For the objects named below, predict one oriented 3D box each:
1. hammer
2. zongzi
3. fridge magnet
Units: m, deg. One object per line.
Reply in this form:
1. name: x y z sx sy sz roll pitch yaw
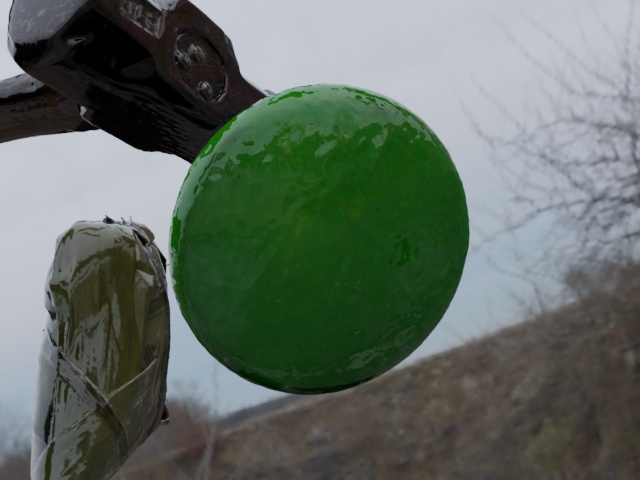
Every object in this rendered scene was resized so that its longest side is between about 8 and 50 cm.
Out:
1. hammer: -0.248 -0.098 1.004 0.408 0.095 0.242 -10 -26 30
2. zongzi: -0.228 0.117 1.217 0.125 0.251 0.274 2 17 10
3. fridge magnet: 0.000 0.000 0.825 0.208 0.208 0.088 -14 18 -19
